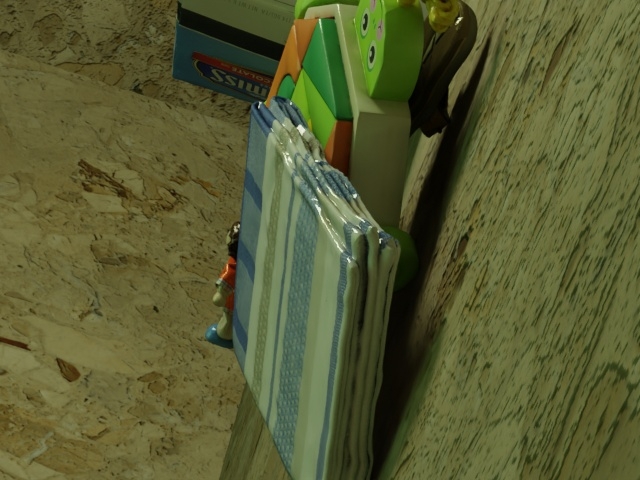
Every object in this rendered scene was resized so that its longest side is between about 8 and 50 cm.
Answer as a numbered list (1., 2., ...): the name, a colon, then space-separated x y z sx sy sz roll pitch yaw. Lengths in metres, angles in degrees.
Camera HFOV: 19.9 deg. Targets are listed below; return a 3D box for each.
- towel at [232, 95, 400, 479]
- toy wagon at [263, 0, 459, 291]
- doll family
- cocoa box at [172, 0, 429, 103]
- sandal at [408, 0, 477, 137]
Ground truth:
1. towel: -0.010 0.040 1.188 0.285 0.034 0.209 -124 38 -64
2. toy wagon: 0.013 -0.066 1.306 0.344 0.068 0.267 111 157 -46
3. doll family: 0.000 0.000 1.730 0.263 0.118 0.163 -49 -21 -46
4. cocoa box: 0.022 -0.306 1.686 0.228 0.231 0.347 114 174 -70
5. sandal: 0.078 -0.108 1.315 0.180 0.049 0.072 129 145 -53
